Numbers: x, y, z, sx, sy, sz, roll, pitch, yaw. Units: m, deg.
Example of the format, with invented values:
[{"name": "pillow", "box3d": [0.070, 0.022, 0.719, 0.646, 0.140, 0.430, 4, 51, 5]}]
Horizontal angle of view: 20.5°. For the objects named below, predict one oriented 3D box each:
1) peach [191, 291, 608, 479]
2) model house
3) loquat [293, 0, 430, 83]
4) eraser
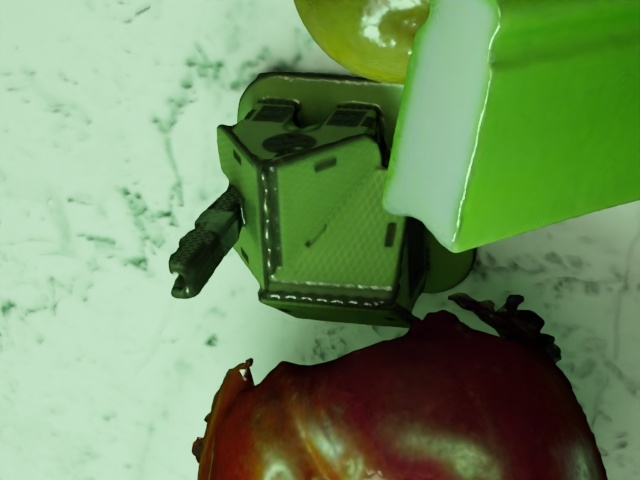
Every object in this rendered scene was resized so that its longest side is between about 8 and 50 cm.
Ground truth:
[{"name": "peach", "box3d": [0.067, 0.225, 1.466, 0.339, 0.416, 0.353, -12, 101, 5]}, {"name": "model house", "box3d": [0.000, 0.000, 1.457, 0.218, 0.278, 0.204, 3, 115, 15]}, {"name": "loquat", "box3d": [0.066, -0.228, 1.381, 0.213, 0.213, 0.213, 5, 114, 13]}, {"name": "eraser", "box3d": [0.184, -0.116, 1.360, 0.092, 0.274, 0.210, 34, 126, 37]}]
